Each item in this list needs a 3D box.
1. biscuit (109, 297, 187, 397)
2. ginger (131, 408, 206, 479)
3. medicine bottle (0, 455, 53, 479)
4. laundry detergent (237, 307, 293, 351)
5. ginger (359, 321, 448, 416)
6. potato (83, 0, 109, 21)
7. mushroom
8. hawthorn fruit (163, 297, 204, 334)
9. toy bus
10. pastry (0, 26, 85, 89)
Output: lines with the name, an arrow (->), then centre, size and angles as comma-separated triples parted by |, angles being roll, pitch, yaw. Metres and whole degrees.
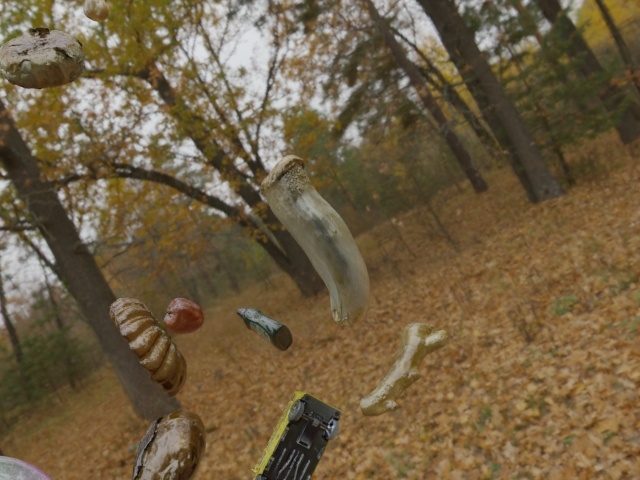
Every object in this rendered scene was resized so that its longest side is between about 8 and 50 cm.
biscuit -> -0.484, 0.297, 1.802 | 0.107, 0.325, 0.326 | -33, 0, -15
ginger -> -0.389, 0.555, 1.589 | 0.172, 0.165, 0.321 | -54, 6, 36
medicine bottle -> -0.596, 0.550, 1.047 | 0.325, 0.212, 0.212 | -56, -6, 10
laundry detergent -> -0.201, 0.297, 2.164 | 0.222, 0.144, 0.078 | 22, 63, 37
ginger -> 0.197, 0.317, 1.539 | 0.118, 0.065, 0.299 | 15, 53, 43
potato -> -0.588, -0.607, 1.645 | 0.062, 0.083, 0.068 | -48, -23, -35
mushroom -> 0.000, 0.000, 1.223 | 0.123, 0.351, 0.095 | -30, -4, 27
hawthorn fruit -> -0.492, 0.279, 2.267 | 0.132, 0.138, 0.132 | -53, 25, 39
toy bus -> -0.082, 0.589, 1.733 | 0.330, 0.144, 0.152 | -62, 16, -13
pastry -> -0.841, -0.549, 1.880 | 0.257, 0.120, 0.235 | 5, 41, 3
